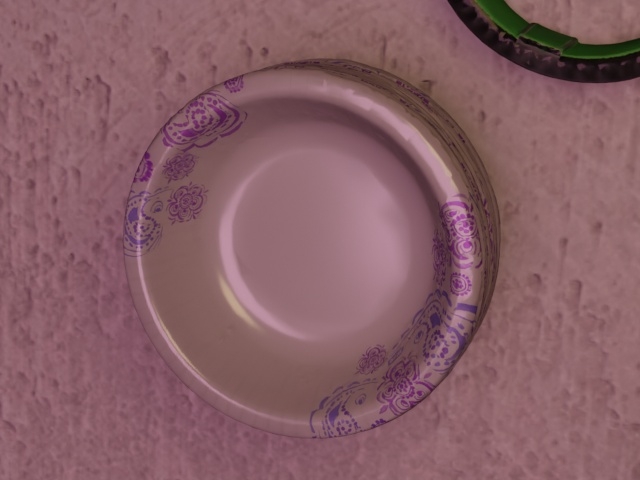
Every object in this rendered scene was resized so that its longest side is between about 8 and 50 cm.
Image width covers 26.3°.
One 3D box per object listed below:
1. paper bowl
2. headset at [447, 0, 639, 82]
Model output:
[{"bbox_3d":[0.000,0.000,1.074,0.284,0.148,0.284,4,104,17],"label":"paper bowl"},{"bbox_3d":[0.221,-0.309,0.964,0.243,0.185,0.394,24,124,15],"label":"headset"}]
